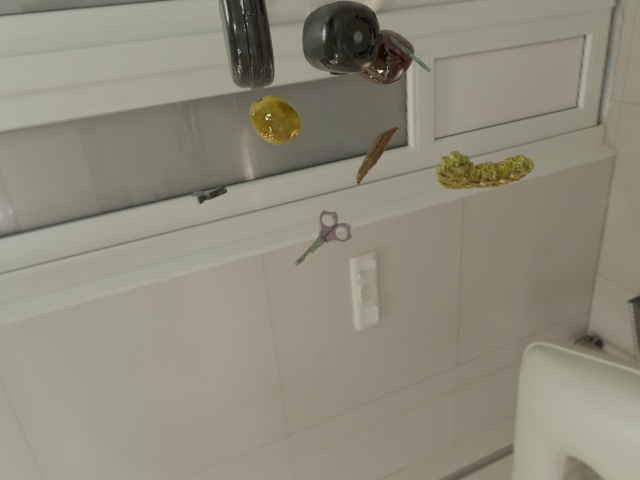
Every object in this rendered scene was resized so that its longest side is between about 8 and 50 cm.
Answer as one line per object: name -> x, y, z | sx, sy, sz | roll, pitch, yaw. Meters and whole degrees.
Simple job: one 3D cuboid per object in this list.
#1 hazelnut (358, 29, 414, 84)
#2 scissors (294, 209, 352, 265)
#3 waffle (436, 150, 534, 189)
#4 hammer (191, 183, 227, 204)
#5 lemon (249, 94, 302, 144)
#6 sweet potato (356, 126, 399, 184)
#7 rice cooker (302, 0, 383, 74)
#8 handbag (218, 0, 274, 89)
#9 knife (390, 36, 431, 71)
hazelnut -> 0.249, -0.732, 2.102 | 0.233, 0.218, 0.218 | 25, 133, 29
scissors -> 0.000, 0.000, 1.424 | 0.110, 0.212, 0.021 | 44, 143, 3
waffle -> 0.338, -0.142, 1.119 | 0.149, 0.193, 0.051 | 67, -157, -78
hammer -> -0.373, -0.152, 1.729 | 0.246, 0.103, 0.029 | 13, 125, 64
lemon -> -0.169, -0.453, 2.021 | 0.207, 0.170, 0.170 | 42, 167, -18
sweet potato -> 0.237, -0.379, 2.336 | 0.066, 0.315, 0.072 | 30, 172, 17
rice cooker -> 0.081, -0.716, 1.898 | 0.224, 0.267, 0.268 | 17, 121, 52
handbag -> -0.167, -0.479, 1.143 | 0.254, 0.092, 0.308 | -160, 60, -82
knife -> 0.334, -0.687, 1.978 | 0.015, 0.210, 0.028 | -57, 25, 8
